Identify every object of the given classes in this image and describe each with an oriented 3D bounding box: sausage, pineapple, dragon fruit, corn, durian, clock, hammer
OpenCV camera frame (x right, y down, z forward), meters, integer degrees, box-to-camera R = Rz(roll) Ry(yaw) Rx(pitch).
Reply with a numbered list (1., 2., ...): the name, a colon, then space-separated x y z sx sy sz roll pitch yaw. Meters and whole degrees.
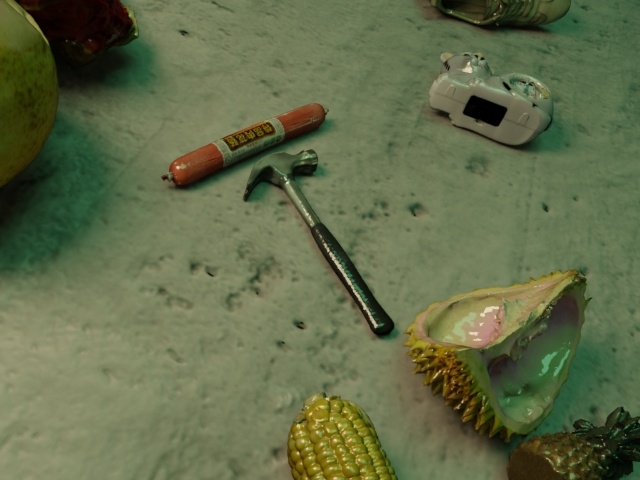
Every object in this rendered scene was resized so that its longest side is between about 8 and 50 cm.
1. sausage: -0.080 -0.116 0.782 0.034 0.034 0.253 44 51 19
2. pineapple: 0.243 0.196 0.608 0.159 0.074 0.074 -7 53 -35
3. dragon fruit: -0.328 -0.271 0.738 0.205 0.152 0.317 49 8 -4
4. corn: 0.036 0.222 0.498 0.080 0.080 0.238 -8 54 -26
5. durian: 0.169 0.099 0.620 0.165 0.132 0.182 30 43 -4
6. clock: 0.245 -0.209 0.947 0.176 0.080 0.117 21 46 1
7. hammer: 0.000 0.000 0.715 0.103 0.029 0.246 -14 58 -30

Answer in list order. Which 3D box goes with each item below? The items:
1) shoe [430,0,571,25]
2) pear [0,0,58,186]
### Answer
1. shoe: 0.297 -0.412 1.131 0.274 0.103 0.098 4 50 -8
2. pear: -0.355 -0.150 0.564 0.271 0.271 0.271 10 48 -11
